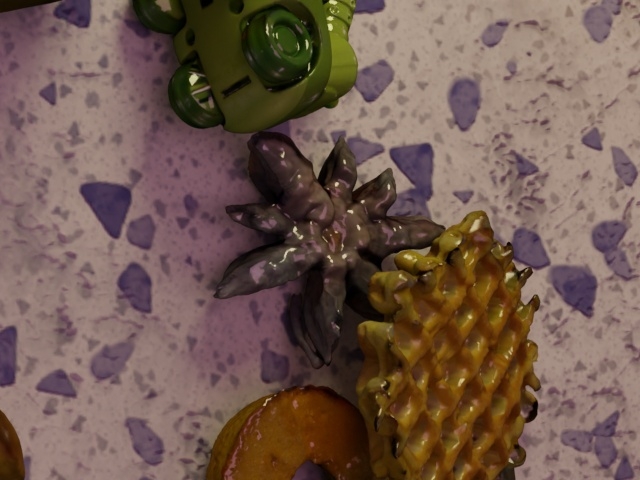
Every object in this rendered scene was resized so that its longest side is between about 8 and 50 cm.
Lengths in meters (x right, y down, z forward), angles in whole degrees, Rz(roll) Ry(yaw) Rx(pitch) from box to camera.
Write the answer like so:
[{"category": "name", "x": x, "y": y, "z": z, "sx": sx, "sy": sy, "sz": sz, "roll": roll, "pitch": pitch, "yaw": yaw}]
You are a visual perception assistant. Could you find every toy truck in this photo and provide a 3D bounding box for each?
[{"category": "toy truck", "x": -0.040, "y": -0.182, "z": 1.553, "sx": 0.211, "sy": 0.148, "sz": 0.187, "roll": 12, "pitch": 61, "yaw": -41}]

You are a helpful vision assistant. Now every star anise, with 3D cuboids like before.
[{"category": "star anise", "x": 0.000, "y": 0.000, "z": 1.602, "sx": 0.229, "sy": 0.093, "sz": 0.236, "roll": -33, "pitch": 106, "yaw": -23}]

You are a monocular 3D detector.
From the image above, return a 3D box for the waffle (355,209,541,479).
[{"category": "waffle", "x": 0.115, "y": 0.143, "z": 1.615, "sx": 0.329, "sy": 0.062, "sz": 0.329, "roll": -15, "pitch": 108, "yaw": -56}]

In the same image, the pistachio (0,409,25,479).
[{"category": "pistachio", "x": -0.328, "y": 0.157, "z": 1.441, "sx": 0.189, "sy": 0.100, "sz": 0.110, "roll": 34, "pitch": 98, "yaw": -31}]

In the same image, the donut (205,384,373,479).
[{"category": "donut", "x": -0.021, "y": 0.217, "z": 1.604, "sx": 0.190, "sy": 0.075, "sz": 0.174, "roll": 22, "pitch": 79, "yaw": -30}]

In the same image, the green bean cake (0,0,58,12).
[{"category": "green bean cake", "x": -0.280, "y": -0.260, "z": 1.396, "sx": 0.310, "sy": 0.285, "sz": 0.202, "roll": -14, "pitch": 76, "yaw": -49}]
